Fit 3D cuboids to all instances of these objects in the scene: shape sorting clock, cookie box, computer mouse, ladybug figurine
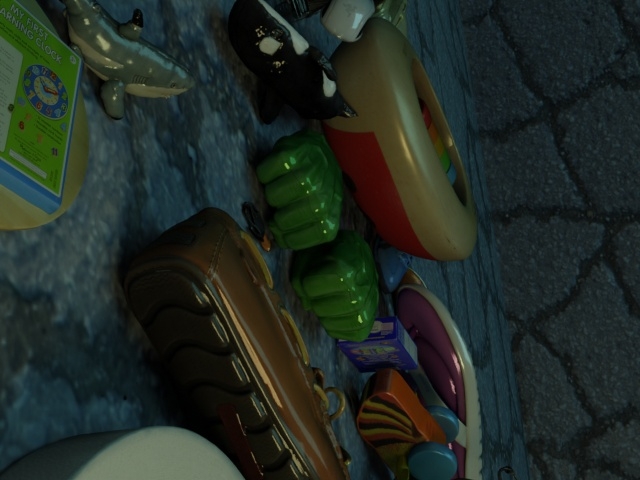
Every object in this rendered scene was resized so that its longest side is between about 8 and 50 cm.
[{"bbox_3d":[-0.222,-0.105,0.523,0.206,0.040,0.206,-13,90,-68],"label":"shape sorting clock"},{"bbox_3d":[0.084,0.153,1.175,0.107,0.091,0.040,55,34,-51],"label":"cookie box"},{"bbox_3d":[0.052,-0.349,1.163,0.106,0.042,0.193,30,43,-11],"label":"computer mouse"},{"bbox_3d":[0.126,-0.137,1.312,0.305,0.161,0.449,-81,147,-53],"label":"ladybug figurine"}]

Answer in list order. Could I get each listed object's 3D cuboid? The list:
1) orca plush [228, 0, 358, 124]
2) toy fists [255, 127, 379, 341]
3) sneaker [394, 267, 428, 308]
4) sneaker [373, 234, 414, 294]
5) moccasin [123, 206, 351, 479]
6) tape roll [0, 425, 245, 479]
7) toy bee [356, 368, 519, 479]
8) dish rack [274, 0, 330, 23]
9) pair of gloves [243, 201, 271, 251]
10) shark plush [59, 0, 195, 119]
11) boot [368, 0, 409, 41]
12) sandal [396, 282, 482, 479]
[{"bbox_3d":[-0.054,-0.198,1.043,0.151,0.102,0.287,37,-1,15],"label":"orca plush"},{"bbox_3d":[0.000,0.000,1.023,0.142,0.096,0.279,-82,154,-66],"label":"toy fists"},{"bbox_3d":[0.167,0.130,1.473,0.067,0.064,0.175,-35,110,-59],"label":"sneaker"},{"bbox_3d":[0.145,0.011,1.445,0.209,0.082,0.069,-74,149,-50],"label":"sneaker"},{"bbox_3d":[-0.052,0.152,0.750,0.380,0.139,0.147,64,31,-14],"label":"moccasin"},{"bbox_3d":[-0.121,0.320,0.533,0.392,0.072,0.392,-11,90,-72],"label":"tape roll"},{"bbox_3d":[0.140,0.332,1.196,0.298,0.162,0.195,54,29,2],"label":"toy bee"},{"bbox_3d":[-0.045,-0.416,1.161,0.271,0.074,0.208,-56,131,-62],"label":"dish rack"},{"bbox_3d":[-0.076,0.000,0.928,0.083,0.010,0.074,-82,153,-45],"label":"pair of gloves"},{"bbox_3d":[-0.170,-0.177,0.671,0.073,0.067,0.161,-82,153,-43],"label":"shark plush"},{"bbox_3d":[0.148,-0.418,1.663,0.262,0.095,0.203,-65,140,-57],"label":"boot"},{"bbox_3d":[0.187,0.279,1.370,0.102,0.169,0.416,-18,99,-30],"label":"sandal"}]
